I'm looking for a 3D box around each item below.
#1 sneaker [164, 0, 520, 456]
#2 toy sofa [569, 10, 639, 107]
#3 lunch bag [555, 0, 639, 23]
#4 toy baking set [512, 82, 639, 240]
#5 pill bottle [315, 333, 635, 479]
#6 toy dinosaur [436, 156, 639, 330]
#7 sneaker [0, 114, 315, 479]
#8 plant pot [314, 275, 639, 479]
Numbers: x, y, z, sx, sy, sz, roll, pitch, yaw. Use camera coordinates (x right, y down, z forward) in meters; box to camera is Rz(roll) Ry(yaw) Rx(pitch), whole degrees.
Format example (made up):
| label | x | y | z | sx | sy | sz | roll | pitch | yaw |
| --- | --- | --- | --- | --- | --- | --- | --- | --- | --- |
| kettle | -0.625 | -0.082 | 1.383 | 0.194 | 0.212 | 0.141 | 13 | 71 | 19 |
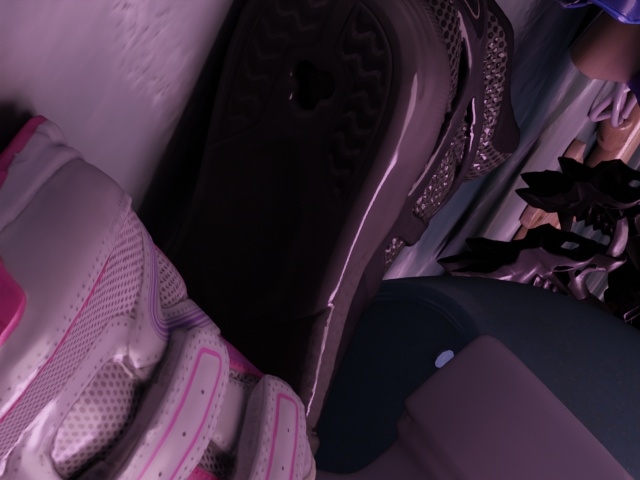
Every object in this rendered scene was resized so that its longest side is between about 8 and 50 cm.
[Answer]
| label | x | y | z | sx | sy | sz | roll | pitch | yaw |
| --- | --- | --- | --- | --- | --- | --- | --- | --- | --- |
| sneaker | 0.000 | 0.000 | 0.657 | 0.130 | 0.087 | 0.227 | -27 | 145 | -55 |
| toy sofa | 0.248 | -0.005 | 1.064 | 0.177 | 0.362 | 0.150 | 2 | 146 | -30 |
| lunch bag | 0.130 | -0.132 | 0.873 | 0.065 | 0.067 | 0.098 | -59 | 168 | 16 |
| toy baking set | 0.228 | -0.080 | 1.540 | 0.256 | 0.030 | 0.197 | -59 | 168 | 20 |
| pill bottle | -0.018 | 0.215 | 0.707 | 0.363 | 0.210 | 0.210 | -41 | 169 | 0 |
| toy dinosaur | 0.191 | 0.069 | 1.292 | 0.322 | 0.218 | 0.164 | -16 | -162 | 15 |
| sneaker | -0.053 | 0.052 | 0.517 | 0.103 | 0.111 | 0.252 | -54 | 169 | -9 |
| plant pot | 0.057 | 0.129 | 0.920 | 0.290 | 0.290 | 0.195 | -52 | 133 | -15 |
